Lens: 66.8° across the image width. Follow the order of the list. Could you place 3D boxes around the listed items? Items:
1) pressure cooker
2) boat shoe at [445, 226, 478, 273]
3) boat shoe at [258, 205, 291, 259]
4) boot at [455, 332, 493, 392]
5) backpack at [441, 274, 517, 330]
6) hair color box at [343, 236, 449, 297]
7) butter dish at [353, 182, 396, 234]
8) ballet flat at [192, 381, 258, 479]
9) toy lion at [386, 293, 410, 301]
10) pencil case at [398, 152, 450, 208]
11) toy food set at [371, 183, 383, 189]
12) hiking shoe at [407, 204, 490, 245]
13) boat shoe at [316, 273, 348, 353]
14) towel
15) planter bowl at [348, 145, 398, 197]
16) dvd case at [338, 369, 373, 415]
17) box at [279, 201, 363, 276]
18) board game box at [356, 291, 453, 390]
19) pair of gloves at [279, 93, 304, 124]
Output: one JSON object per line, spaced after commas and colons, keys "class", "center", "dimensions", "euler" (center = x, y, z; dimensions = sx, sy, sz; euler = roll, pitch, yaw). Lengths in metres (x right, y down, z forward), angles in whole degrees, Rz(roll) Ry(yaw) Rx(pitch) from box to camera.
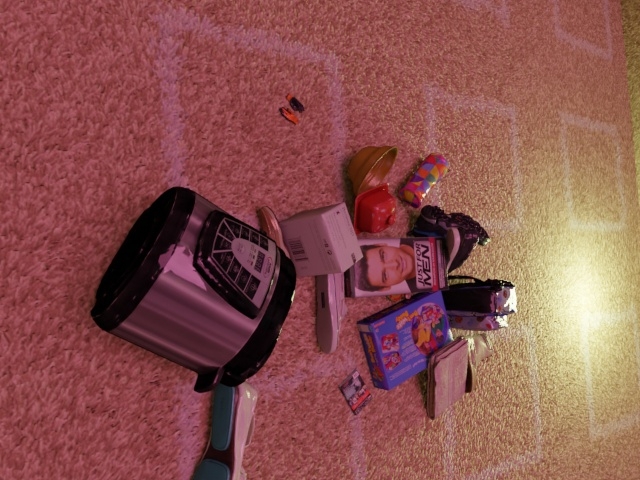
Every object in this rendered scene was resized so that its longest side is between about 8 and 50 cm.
{"class": "pressure cooker", "center": [-0.260, 0.116, 1.152], "dimensions": [0.420, 0.375, 0.370], "euler": [36, 92, -27]}
{"class": "boat shoe", "center": [0.477, 0.049, 1.709], "dimensions": [0.091, 0.302, 0.114], "euler": [-2, 68, 0]}
{"class": "boat shoe", "center": [-0.148, -0.005, 1.419], "dimensions": [0.072, 0.068, 0.190], "euler": [-25, 100, -22]}
{"class": "boot", "center": [0.600, 0.469, 1.874], "dimensions": [0.165, 0.077, 0.213], "euler": [0, 82, -36]}
{"class": "backpack", "center": [0.597, 0.229, 1.795], "dimensions": [0.263, 0.276, 0.213], "euler": [-6, 93, -41]}
{"class": "hair color box", "center": [0.243, 0.087, 1.618], "dimensions": [0.375, 0.114, 0.185], "euler": [-2, 86, -26]}
{"class": "butter dish", "center": [0.198, -0.087, 1.603], "dimensions": [0.160, 0.118, 0.159], "euler": [-26, 134, -34]}
{"class": "ballet flat", "center": [-0.238, 0.565, 1.271], "dimensions": [0.139, 0.139, 0.400], "euler": [19, 74, -31]}
{"class": "toy lion", "center": [0.272, 0.167, 1.709], "dimensions": [0.096, 0.034, 0.100], "euler": [11, 79, -25]}
{"class": "pencil case", "center": [0.381, -0.220, 1.780], "dimensions": [0.236, 0.104, 0.104], "euler": [-46, 110, -28]}
{"class": "toy food set", "center": [0.192, -0.153, 1.668], "dimensions": [0.083, 0.020, 0.082], "euler": [-35, 142, -30]}
{"class": "hiking shoe", "center": [0.478, -0.034, 1.792], "dimensions": [0.304, 0.132, 0.113], "euler": [19, 37, -15]}
{"class": "boat shoe", "center": [0.041, 0.214, 1.511], "dimensions": [0.088, 0.096, 0.267], "euler": [3, 77, -33]}
{"class": "towel", "center": [0.458, 0.491, 1.734], "dimensions": [0.187, 0.049, 0.282], "euler": [-23, 121, -31]}
{"class": "planter bowl", "center": [0.155, -0.243, 1.604], "dimensions": [0.090, 0.217, 0.217], "euler": [38, 60, 14]}
{"class": "dvd case", "center": [0.115, 0.493, 1.577], "dimensions": [0.087, 0.013, 0.119], "euler": [-37, 107, -31]}
{"class": "box", "center": [0.000, 0.000, 1.431], "dimensions": [0.119, 0.182, 0.181], "euler": [-34, 108, -47]}
{"class": "board game box", "center": [0.305, 0.334, 1.683], "dimensions": [0.347, 0.078, 0.233], "euler": [-18, 96, -34]}
{"class": "pair of gloves", "center": [-0.089, -0.413, 1.530], "dimensions": [0.074, 0.010, 0.083], "euler": [35, 64, -25]}
